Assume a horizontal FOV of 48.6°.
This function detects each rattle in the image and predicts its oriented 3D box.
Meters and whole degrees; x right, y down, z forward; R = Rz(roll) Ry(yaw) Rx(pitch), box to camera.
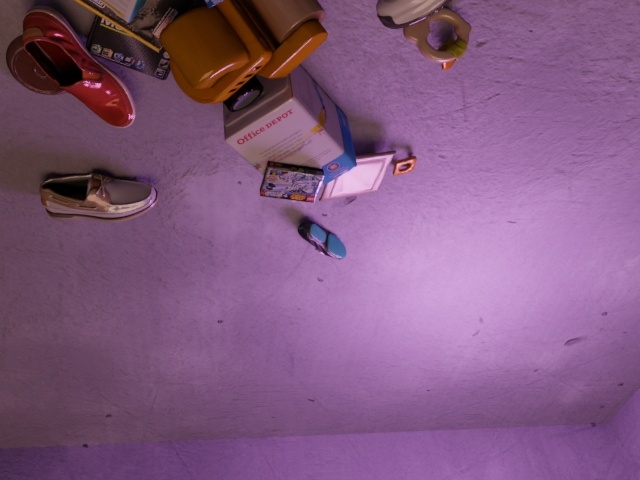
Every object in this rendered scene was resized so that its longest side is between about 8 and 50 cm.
[{"bbox_3d":[0.240,-0.482,1.653,0.200,0.142,0.130,15,103,-3],"label":"rattle"}]

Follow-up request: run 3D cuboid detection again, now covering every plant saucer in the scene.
[{"bbox_3d":[-0.628,-0.394,1.614,0.169,0.029,0.168,-5,139,-5],"label":"plant saucer"}]

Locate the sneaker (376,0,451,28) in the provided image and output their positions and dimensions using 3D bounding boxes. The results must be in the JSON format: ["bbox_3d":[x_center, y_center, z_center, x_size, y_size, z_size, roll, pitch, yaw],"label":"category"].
[{"bbox_3d":[0.235,-0.647,1.397,0.448,0.169,0.257,-39,122,20],"label":"sneaker"}]

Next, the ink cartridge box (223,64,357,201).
[{"bbox_3d":[-0.075,-0.272,1.711,0.198,0.197,0.270,-28,136,21],"label":"ink cartridge box"}]

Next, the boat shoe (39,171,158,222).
[{"bbox_3d":[-0.586,-0.118,1.869,0.303,0.113,0.103,-6,144,-1],"label":"boat shoe"}]

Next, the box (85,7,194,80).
[{"bbox_3d":[-0.398,-0.463,1.560,0.191,0.045,0.184,17,134,-26],"label":"box"}]

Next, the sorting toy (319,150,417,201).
[{"bbox_3d":[0.096,-0.184,1.930,0.348,0.047,0.196,-11,152,-23],"label":"sorting toy"}]

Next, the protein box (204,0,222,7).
[{"bbox_3d":[-0.171,-0.576,1.288,0.201,0.136,0.199,-27,130,5],"label":"protein box"}]

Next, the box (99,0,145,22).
[{"bbox_3d":[-0.341,-0.499,1.256,0.101,0.060,0.244,36,150,-13],"label":"box"}]

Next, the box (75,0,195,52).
[{"bbox_3d":[-0.338,-0.571,1.387,0.257,0.079,0.322,29,117,-33],"label":"box"}]

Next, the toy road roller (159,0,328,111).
[{"bbox_3d":[-0.173,-0.417,1.455,0.330,0.241,0.202,-36,87,24],"label":"toy road roller"}]

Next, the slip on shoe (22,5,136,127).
[{"bbox_3d":[-0.531,-0.357,1.559,0.123,0.101,0.331,-12,142,20],"label":"slip on shoe"}]

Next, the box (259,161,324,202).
[{"bbox_3d":[-0.069,-0.138,1.694,0.137,0.027,0.094,7,136,-16],"label":"box"}]

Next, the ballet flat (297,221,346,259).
[{"bbox_3d":[0.000,0.000,2.140,0.074,0.074,0.203,-29,141,22],"label":"ballet flat"}]
